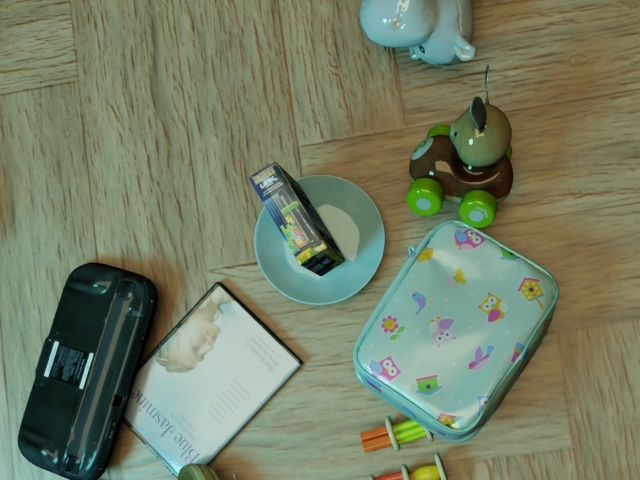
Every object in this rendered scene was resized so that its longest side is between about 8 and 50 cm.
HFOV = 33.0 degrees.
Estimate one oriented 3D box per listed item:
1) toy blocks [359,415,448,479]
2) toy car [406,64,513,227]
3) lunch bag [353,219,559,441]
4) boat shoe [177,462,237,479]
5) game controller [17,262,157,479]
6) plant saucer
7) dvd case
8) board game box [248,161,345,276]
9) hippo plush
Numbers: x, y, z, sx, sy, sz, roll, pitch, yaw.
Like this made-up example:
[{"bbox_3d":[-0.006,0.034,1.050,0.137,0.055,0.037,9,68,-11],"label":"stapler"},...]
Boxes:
[{"bbox_3d":[0.095,0.316,1.540,0.148,0.054,0.123,-20,81,5],"label":"toy blocks"},{"bbox_3d":[0.203,-0.142,1.493,0.149,0.188,0.155,13,45,10],"label":"toy car"},{"bbox_3d":[0.185,0.119,1.510,0.224,0.108,0.279,31,75,18],"label":"lunch bag"},{"bbox_3d":[-0.111,0.439,1.541,0.089,0.104,0.285,-24,83,-34],"label":"boat shoe"},{"bbox_3d":[-0.350,0.193,1.613,0.166,0.067,0.319,13,83,35],"label":"game controller"},{"bbox_3d":[0.000,0.000,1.606,0.195,0.037,0.195,-1,83,8],"label":"plant saucer"},{"bbox_3d":[-0.175,0.212,1.609,0.180,0.022,0.253,43,90,11],"label":"dvd case"},{"bbox_3d":[-0.031,-0.026,1.508,0.048,0.170,0.141,-33,78,4],"label":"board game box"},{"bbox_3d":[0.152,-0.384,1.582,0.294,0.234,0.236,5,104,-32],"label":"hippo plush"}]
